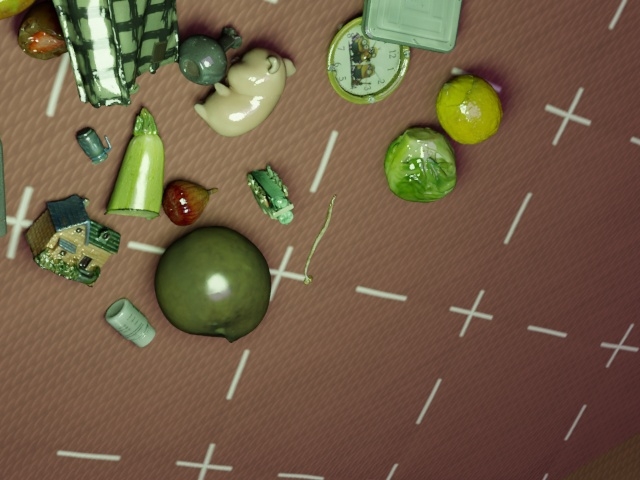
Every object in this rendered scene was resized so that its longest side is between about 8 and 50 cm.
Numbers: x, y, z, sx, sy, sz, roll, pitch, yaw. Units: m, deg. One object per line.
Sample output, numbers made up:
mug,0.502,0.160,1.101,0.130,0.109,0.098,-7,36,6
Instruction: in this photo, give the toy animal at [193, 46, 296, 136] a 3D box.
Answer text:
toy animal,-0.180,-0.360,1.820,0.154,0.166,0.250,40,108,-15

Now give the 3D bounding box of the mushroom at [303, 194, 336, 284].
mushroom,-0.005,0.000,2.149,0.028,0.026,0.286,0,114,-39

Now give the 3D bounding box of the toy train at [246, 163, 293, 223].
toy train,-0.127,-0.114,1.945,0.080,0.194,0.125,-28,128,-10

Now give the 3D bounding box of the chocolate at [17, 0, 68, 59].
chocolate,-0.599,-0.457,1.636,0.133,0.127,0.124,-12,125,5

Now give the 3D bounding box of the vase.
vase,-0.252,-0.443,1.755,0.183,0.120,0.120,-51,132,-40

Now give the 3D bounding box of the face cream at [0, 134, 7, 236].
face cream,-0.779,-0.143,1.750,0.073,0.073,0.284,-1,116,-20

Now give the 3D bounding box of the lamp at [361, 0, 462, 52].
lamp,0.239,-0.622,1.877,0.269,0.047,0.267,3,100,-24

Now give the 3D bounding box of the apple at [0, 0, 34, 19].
apple,-0.685,-0.558,1.529,0.234,0.173,0.210,-9,114,-27

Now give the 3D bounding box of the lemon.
lemon,0.405,-0.355,2.034,0.180,0.180,0.193,-26,97,-7

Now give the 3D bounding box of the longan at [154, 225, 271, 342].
longan,-0.275,0.115,1.944,0.319,0.319,0.319,-9,118,-17

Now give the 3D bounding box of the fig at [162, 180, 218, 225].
fig,-0.332,-0.093,1.926,0.153,0.119,0.119,6,113,-31

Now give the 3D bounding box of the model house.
model house,-0.595,-0.008,1.843,0.172,0.166,0.183,-50,133,4

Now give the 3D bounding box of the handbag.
handbag,-0.416,-0.489,1.579,0.162,0.325,0.327,7,123,16

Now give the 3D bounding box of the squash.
squash,-0.430,-0.175,1.840,0.137,0.137,0.287,12,108,-26

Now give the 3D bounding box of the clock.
clock,0.119,-0.472,1.940,0.237,0.057,0.237,-9,120,-17

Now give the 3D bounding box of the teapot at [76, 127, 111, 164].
teapot,-0.551,-0.234,1.814,0.049,0.063,0.083,-10,126,20

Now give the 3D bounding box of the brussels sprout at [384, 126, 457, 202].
brussels sprout,0.278,-0.207,2.079,0.223,0.161,0.223,2,115,4

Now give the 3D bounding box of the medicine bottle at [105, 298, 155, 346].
medicine bottle,-0.514,0.226,2.030,0.080,0.080,0.130,-38,123,0
